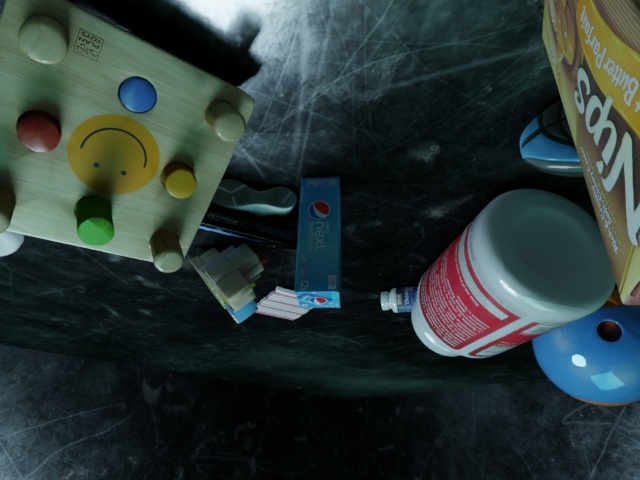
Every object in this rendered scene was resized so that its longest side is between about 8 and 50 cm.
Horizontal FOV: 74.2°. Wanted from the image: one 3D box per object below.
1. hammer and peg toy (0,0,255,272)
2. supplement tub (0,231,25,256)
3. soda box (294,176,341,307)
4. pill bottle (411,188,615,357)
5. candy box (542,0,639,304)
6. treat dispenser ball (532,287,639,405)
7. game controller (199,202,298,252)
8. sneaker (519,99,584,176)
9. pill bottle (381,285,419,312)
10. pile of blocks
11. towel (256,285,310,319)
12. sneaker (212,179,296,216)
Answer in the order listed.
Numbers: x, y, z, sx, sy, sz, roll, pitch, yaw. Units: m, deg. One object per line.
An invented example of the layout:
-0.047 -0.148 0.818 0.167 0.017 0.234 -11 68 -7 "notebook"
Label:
-0.273 -0.120 0.449 0.362 0.127 0.265 19 109 -36 "hammer and peg toy"
-0.448 -0.092 0.562 0.145 0.199 0.144 2 153 1 "supplement tub"
0.000 0.000 0.690 0.068 0.209 0.071 -1 151 5 "soda box"
0.329 0.098 0.831 0.229 0.228 0.407 6 152 -7 "pill bottle"
0.244 -0.131 0.312 0.088 0.316 0.183 -9 151 20 "candy box"
0.679 0.254 1.039 0.289 0.287 0.288 2 152 1 "treat dispenser ball"
-0.190 -0.032 0.759 0.320 0.067 0.166 14 -176 -23 "game controller"
0.431 -0.120 0.524 0.341 0.124 0.139 -6 153 16 "sneaker"
0.223 0.156 1.121 0.120 0.066 0.067 -6 151 14 "pill bottle"
-0.156 0.077 0.841 0.148 0.113 0.362 58 162 -13 "pile of blocks"
-0.101 0.184 1.244 0.144 0.029 0.197 17 146 -25 "towel"
-0.122 -0.066 0.744 0.152 0.053 0.061 8 156 -11 "sneaker"
